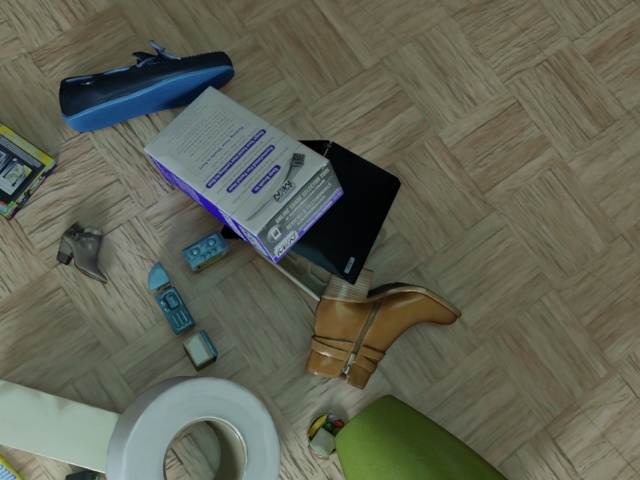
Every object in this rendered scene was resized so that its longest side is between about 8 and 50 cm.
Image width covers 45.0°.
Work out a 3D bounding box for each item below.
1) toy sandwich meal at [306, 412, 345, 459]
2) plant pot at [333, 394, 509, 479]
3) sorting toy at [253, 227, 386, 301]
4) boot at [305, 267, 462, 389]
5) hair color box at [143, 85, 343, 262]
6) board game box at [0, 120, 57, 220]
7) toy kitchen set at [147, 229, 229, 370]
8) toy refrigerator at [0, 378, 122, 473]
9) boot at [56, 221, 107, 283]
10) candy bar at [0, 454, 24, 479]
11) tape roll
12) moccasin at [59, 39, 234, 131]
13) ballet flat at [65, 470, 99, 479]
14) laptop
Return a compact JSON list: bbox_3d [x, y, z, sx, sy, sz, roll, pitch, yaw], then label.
[{"bbox_3d":[0.011,0.363,1.438,0.085,0.029,0.086,2,76,-8],"label":"toy sandwich meal"},{"bbox_3d":[0.165,0.425,1.349,0.274,0.275,0.293,-34,67,-15],"label":"plant pot"},{"bbox_3d":[0.000,0.000,1.524,0.193,0.038,0.208,39,70,2],"label":"sorting toy"},{"bbox_3d":[0.118,0.180,1.464,0.283,0.109,0.220,19,85,-22],"label":"boot"},{"bbox_3d":[-0.145,-0.128,1.412,0.185,0.110,0.338,-46,55,-12],"label":"hair color box"},{"bbox_3d":[-0.611,-0.143,1.456,0.170,0.048,0.141,35,72,1],"label":"board game box"},{"bbox_3d":[-0.207,0.106,1.419,0.166,0.122,0.207,-30,83,-14],"label":"toy kitchen set"},{"bbox_3d":[-0.447,0.328,1.345,0.269,0.094,0.102,18,73,-7],"label":"toy refrigerator"},{"bbox_3d":[-0.433,0.019,1.448,0.118,0.042,0.087,28,72,-2],"label":"boot"},{"bbox_3d":[-0.573,0.386,1.350,0.161,0.018,0.040,45,75,4],"label":"candy bar"},{"bbox_3d":[-0.212,0.375,1.316,0.286,0.100,0.286,6,79,-31],"label":"tape roll"},{"bbox_3d":[-0.341,-0.320,1.496,0.341,0.138,0.117,-17,75,-13],"label":"moccasin"},{"bbox_3d":[-0.433,0.496,1.319,0.074,0.074,0.203,10,69,-6],"label":"ballet flat"},{"bbox_3d":[-0.022,-0.062,1.480,0.136,0.264,0.234,44,63,-40],"label":"laptop"}]
